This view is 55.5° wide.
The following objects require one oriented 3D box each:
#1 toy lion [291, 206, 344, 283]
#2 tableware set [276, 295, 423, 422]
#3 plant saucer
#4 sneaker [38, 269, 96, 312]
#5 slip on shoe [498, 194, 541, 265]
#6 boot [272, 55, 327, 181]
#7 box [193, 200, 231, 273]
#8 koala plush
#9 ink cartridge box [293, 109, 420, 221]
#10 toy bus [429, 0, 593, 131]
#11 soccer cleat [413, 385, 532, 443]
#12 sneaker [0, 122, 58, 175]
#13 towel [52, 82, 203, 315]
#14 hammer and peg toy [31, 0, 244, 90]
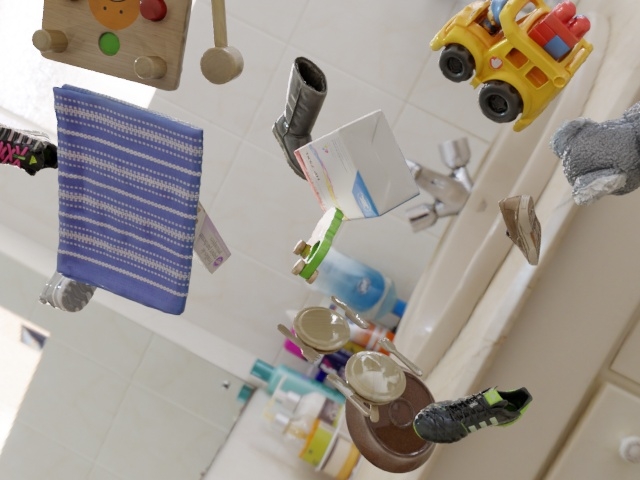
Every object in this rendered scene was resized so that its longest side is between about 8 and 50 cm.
[{"bbox_3d":[0.000,0.000,0.847,0.096,0.034,0.100,-52,15,21],"label":"toy lion"},{"bbox_3d":[0.037,0.168,0.877,0.128,0.194,0.039,-23,-38,-40],"label":"tableware set"},{"bbox_3d":[0.118,0.266,0.931,0.029,0.168,0.168,-44,14,54],"label":"plant saucer"},{"bbox_3d":[-0.536,0.040,1.383,0.281,0.115,0.105,-62,-38,-44],"label":"sneaker"},{"bbox_3d":[0.281,-0.013,0.850,0.135,0.041,0.051,53,-133,-47],"label":"slip on shoe"},{"bbox_3d":[-0.022,-0.242,1.251,0.076,0.190,0.208,-30,-12,-36],"label":"boot"},{"bbox_3d":[-0.254,-0.037,1.169,0.063,0.067,0.324,-47,-25,-16],"label":"box"},{"bbox_3d":[0.456,-0.134,0.879,0.196,0.221,0.203,-86,-26,-44],"label":"koala plush"},{"bbox_3d":[0.040,-0.103,0.931,0.078,0.134,0.231,-29,9,-20],"label":"ink cartridge box"},{"bbox_3d":[0.316,-0.317,0.962,0.149,0.220,0.211,-46,-1,-27],"label":"toy bus"},{"bbox_3d":[0.206,0.228,0.820,0.060,0.178,0.072,64,145,38],"label":"soccer cleat"},{"bbox_3d":[-0.472,-0.138,0.951,0.063,0.074,0.170,-61,-15,16],"label":"sneaker"},{"bbox_3d":[-0.305,-0.049,0.937,0.040,0.243,0.336,-54,-19,-57],"label":"towel"},{"bbox_3d":[-0.283,-0.392,1.001,0.127,0.361,0.266,-57,-19,-71],"label":"hammer and peg toy"}]
